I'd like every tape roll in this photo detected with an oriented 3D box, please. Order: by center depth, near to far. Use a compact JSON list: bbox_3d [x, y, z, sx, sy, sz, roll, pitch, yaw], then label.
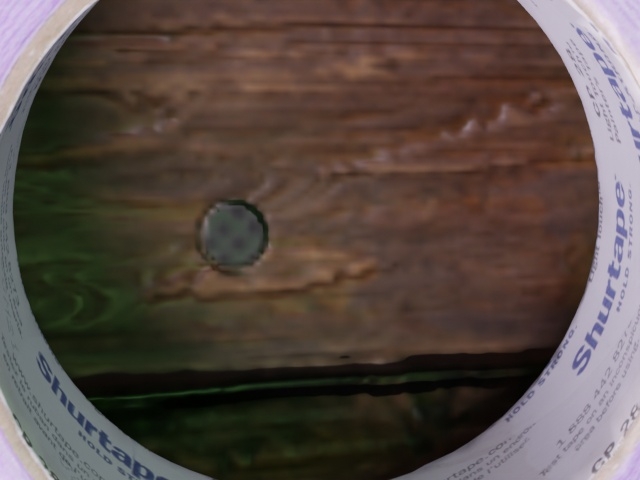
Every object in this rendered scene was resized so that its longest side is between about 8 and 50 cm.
[{"bbox_3d":[0.000,0.000,0.439,0.275,0.090,0.274,-1,101,-3],"label":"tape roll"}]
